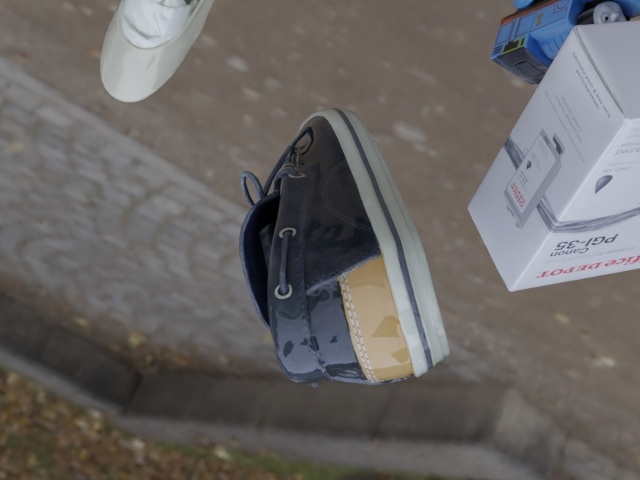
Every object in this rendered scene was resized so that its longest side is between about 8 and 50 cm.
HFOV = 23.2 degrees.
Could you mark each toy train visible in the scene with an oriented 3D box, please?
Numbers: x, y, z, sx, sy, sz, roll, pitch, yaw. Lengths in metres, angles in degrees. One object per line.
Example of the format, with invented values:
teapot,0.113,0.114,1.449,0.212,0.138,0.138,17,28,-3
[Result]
toy train,0.257,-0.229,1.595,0.080,0.105,0.184,26,159,-26

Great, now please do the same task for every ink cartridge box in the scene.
ink cartridge box,0.296,-0.083,1.511,0.207,0.117,0.283,-9,149,-24

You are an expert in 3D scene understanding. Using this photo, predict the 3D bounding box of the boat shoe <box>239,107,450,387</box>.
boat shoe,0.000,0.000,1.467,0.500,0.156,0.186,-108,1,-69

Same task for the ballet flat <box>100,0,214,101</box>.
ballet flat,-0.129,-0.242,1.416,0.086,0.248,0.086,31,175,3
